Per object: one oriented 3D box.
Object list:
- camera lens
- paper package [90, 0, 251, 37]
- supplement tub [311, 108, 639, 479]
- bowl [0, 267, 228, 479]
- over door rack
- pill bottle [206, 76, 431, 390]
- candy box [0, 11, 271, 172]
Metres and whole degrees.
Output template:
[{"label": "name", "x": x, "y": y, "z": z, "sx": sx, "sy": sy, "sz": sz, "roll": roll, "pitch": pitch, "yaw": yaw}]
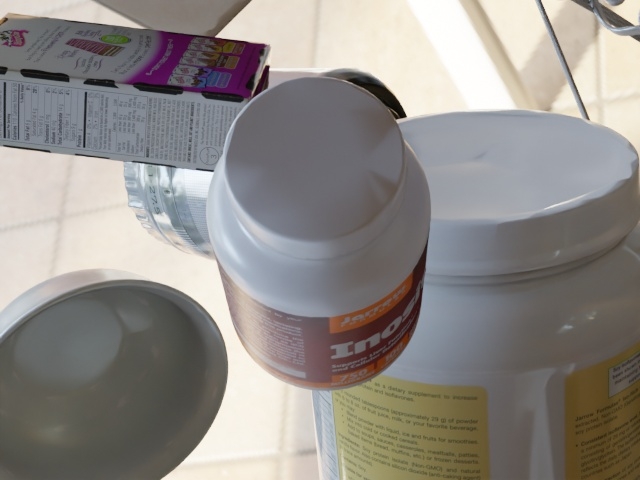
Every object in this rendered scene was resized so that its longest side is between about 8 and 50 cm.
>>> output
[{"label": "camera lens", "x": -0.050, "y": -0.080, "z": 1.512, "sx": 0.274, "sy": 0.219, "sz": 0.219, "roll": 6, "pitch": 67, "yaw": 38}, {"label": "paper package", "x": -0.138, "y": -0.369, "z": 1.236, "sx": 0.325, "sy": 0.309, "sz": 0.168, "roll": -37, "pitch": 38, "yaw": 39}, {"label": "supplement tub", "x": 0.112, "y": 0.099, "z": 0.944, "sx": 0.241, "sy": 0.331, "sz": 0.241, "roll": -4, "pitch": 24, "yaw": 2}, {"label": "bowl", "x": -0.262, "y": 0.141, "z": 1.523, "sx": 0.298, "sy": 0.298, "sz": 0.134, "roll": -45, "pitch": 41, "yaw": 2}, {"label": "over door rack", "x": 0.318, "y": -0.145, "z": 1.339, "sx": 0.108, "sy": 0.240, "sz": 0.324, "roll": -26, "pitch": 60, "yaw": 39}, {"label": "pill bottle", "x": 0.000, "y": 0.000, "z": 0.548, "sx": 0.086, "sy": 0.152, "sz": 0.086, "roll": -1, "pitch": 68, "yaw": 2}, {"label": "candy box", "x": -0.165, "y": -0.123, "z": 1.137, "sx": 0.234, "sy": 0.071, "sz": 0.159, "roll": 8, "pitch": 24, "yaw": 2}]
